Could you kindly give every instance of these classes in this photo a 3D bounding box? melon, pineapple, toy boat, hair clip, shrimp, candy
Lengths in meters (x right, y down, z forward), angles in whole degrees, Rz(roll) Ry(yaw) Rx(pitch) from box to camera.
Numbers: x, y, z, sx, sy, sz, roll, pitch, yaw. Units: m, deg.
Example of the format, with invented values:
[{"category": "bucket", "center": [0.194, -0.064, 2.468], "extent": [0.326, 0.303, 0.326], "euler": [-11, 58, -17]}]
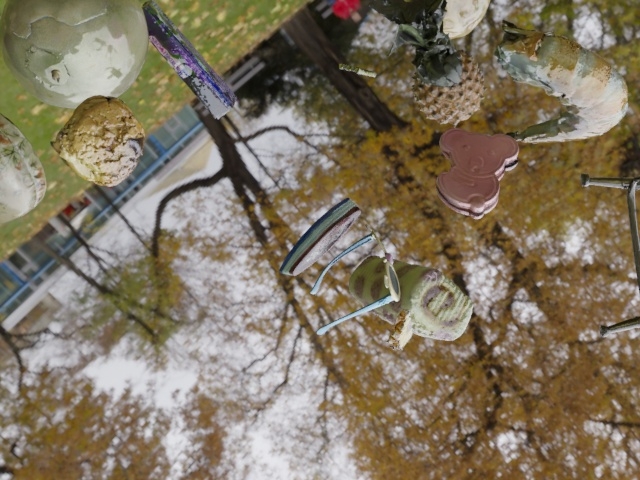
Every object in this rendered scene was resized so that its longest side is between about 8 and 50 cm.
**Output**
[{"category": "melon", "center": [-0.466, -0.384, 1.341], "extent": [0.268, 0.268, 0.330], "euler": [-35, -149, 17]}, {"category": "pineapple", "center": [0.104, 0.122, 0.920], "extent": [0.045, 0.019, 0.083], "euler": [-60, 160, -19]}, {"category": "toy boat", "center": [0.099, -0.446, 1.839], "extent": [0.115, 0.063, 0.016], "euler": [-16, 123, -62]}, {"category": "hair clip", "center": [0.230, -0.103, 1.053], "extent": [0.138, 0.123, 0.102], "euler": [-54, 156, -62]}, {"category": "pineapple", "center": [0.161, -0.259, 1.010], "extent": [0.119, 0.277, 0.130], "euler": [24, -97, 28]}, {"category": "toy boat", "center": [0.000, 0.000, 1.571], "extent": [0.229, 0.080, 0.046], "euler": [-43, -141, -7]}, {"category": "shrimp", "center": [0.353, -0.210, 1.029], "extent": [0.185, 0.287, 0.068], "euler": [17, -101, 22]}, {"category": "candy", "center": [-0.324, -0.433, 1.686], "extent": [0.061, 0.312, 0.088], "euler": [-33, -157, 19]}]

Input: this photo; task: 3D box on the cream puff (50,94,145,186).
[{"category": "cream puff", "center": [-0.296, -0.136, 0.958], "extent": [0.119, 0.104, 0.133], "euler": [-60, 172, 5]}]

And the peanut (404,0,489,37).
[{"category": "peanut", "center": [0.233, -0.539, 1.266], "extent": [0.169, 0.387, 0.192], "euler": [35, -116, 32]}]

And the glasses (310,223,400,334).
[{"category": "glasses", "center": [0.080, 0.099, 1.507], "extent": [0.220, 0.088, 0.189], "euler": [-44, -142, 27]}]

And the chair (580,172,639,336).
[{"category": "chair", "center": [0.789, 0.005, 1.360], "extent": [0.410, 0.362, 0.364], "euler": [-7, 179, 2]}]

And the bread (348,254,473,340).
[{"category": "bread", "center": [0.218, 0.144, 1.768], "extent": [0.155, 0.187, 0.338], "euler": [-54, -159, -11]}]

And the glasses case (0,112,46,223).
[{"category": "glasses case", "center": [-0.555, -0.072, 0.984], "extent": [0.425, 0.156, 0.098], "euler": [-12, -153, 31]}]
